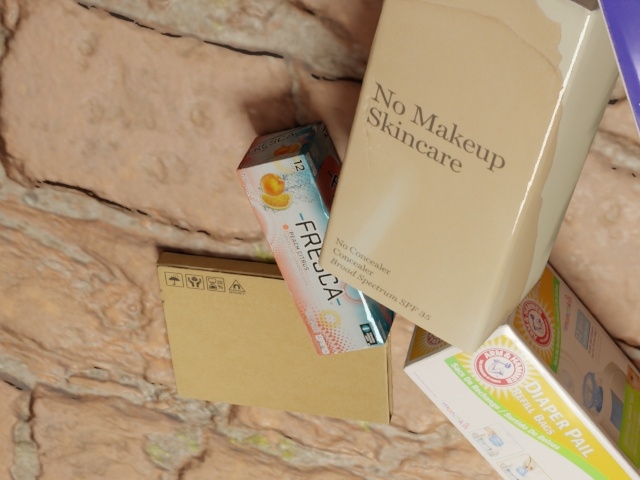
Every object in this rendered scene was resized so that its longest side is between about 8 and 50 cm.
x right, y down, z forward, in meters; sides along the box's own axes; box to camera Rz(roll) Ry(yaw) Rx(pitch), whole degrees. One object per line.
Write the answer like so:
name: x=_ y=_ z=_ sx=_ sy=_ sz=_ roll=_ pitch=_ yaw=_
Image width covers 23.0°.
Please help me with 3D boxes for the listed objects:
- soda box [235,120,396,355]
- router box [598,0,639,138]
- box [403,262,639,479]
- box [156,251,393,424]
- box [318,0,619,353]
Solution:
soda box: x=0.000 y=0.000 z=1.248 sx=0.063 sy=0.058 sz=0.183 roll=-11 pitch=118 yaw=23
router box: x=0.181 y=-0.260 z=0.820 sx=0.082 sy=0.301 sz=0.335 roll=-9 pitch=126 yaw=23
box: x=0.174 y=0.115 z=1.272 sx=0.103 sy=0.114 sz=0.203 roll=-27 pitch=117 yaw=33
box: x=-0.038 y=0.088 z=1.375 sx=0.201 sy=0.021 sz=0.164 roll=6 pitch=131 yaw=12
box: x=0.111 y=-0.088 z=1.088 sx=0.148 sy=0.121 sz=0.311 roll=29 pitch=135 yaw=18
